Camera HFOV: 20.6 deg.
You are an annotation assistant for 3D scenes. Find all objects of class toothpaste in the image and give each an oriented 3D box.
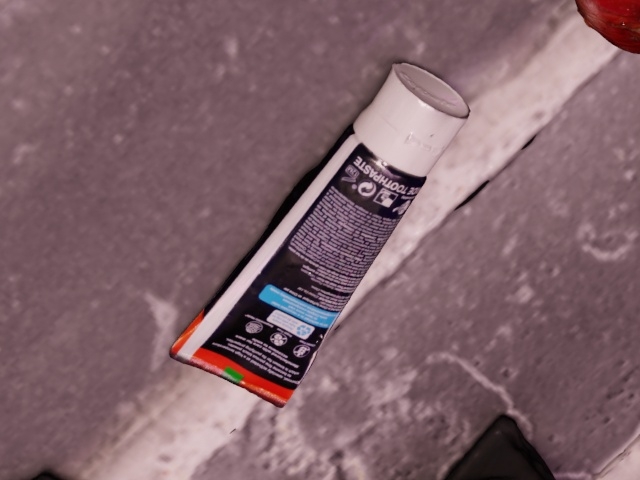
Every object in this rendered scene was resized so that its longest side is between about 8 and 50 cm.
[{"bbox_3d":[0.000,0.000,0.879,0.071,0.045,0.193,25,114,-20],"label":"toothpaste"}]

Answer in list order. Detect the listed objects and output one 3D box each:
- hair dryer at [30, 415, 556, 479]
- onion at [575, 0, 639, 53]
[{"bbox_3d":[-0.018,0.173,0.940,0.302,0.116,0.244,31,102,-23],"label":"hair dryer"},{"bbox_3d":[0.158,-0.139,0.826,0.107,0.097,0.107,-37,137,-45],"label":"onion"}]
